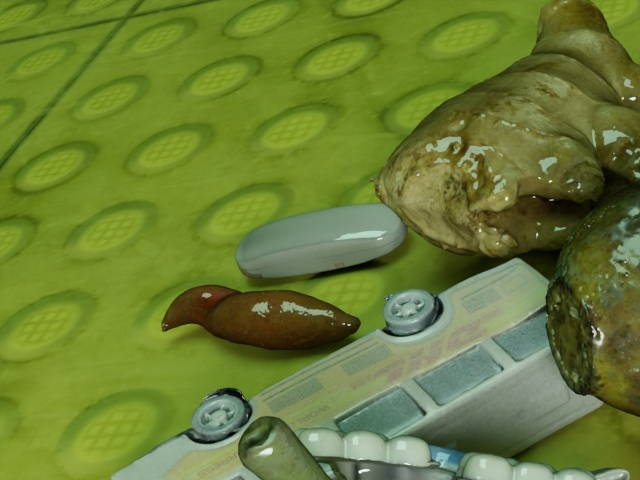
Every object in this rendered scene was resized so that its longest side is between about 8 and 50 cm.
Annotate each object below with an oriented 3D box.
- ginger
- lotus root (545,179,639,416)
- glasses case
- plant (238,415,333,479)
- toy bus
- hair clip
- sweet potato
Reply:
[{"bbox_3d":[0.210,-0.110,1.225,0.236,0.166,0.375,-2,40,47],"label":"ginger"},{"bbox_3d":[0.272,0.023,0.926,0.275,0.152,0.160,-18,38,-22],"label":"lotus root"},{"bbox_3d":[0.000,0.000,1.301,0.164,0.041,0.063,-11,30,20],"label":"glasses case"},{"bbox_3d":[0.044,0.207,0.779,0.306,0.297,0.261,-26,2,10],"label":"plant"},{"bbox_3d":[0.031,0.138,1.006,0.342,0.097,0.138,-28,37,-13],"label":"toy bus"},{"bbox_3d":[0.083,0.146,0.868,0.220,0.054,0.140,12,-6,-7],"label":"hair clip"},{"bbox_3d":[-0.055,0.065,1.220,0.202,0.058,0.055,5,60,38],"label":"sweet potato"}]
